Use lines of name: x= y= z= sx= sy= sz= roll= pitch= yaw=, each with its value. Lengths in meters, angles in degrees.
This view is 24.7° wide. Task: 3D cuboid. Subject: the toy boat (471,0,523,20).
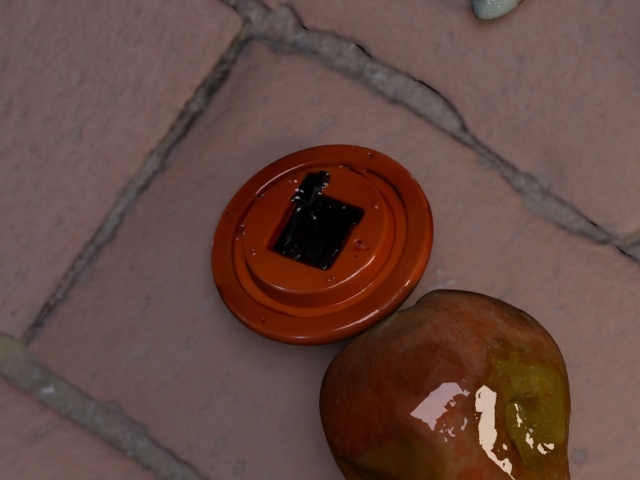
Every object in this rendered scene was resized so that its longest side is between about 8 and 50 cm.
toy boat: x=0.173 y=-0.327 z=1.379 sx=0.155 sy=0.085 sz=0.227 roll=31 pitch=82 yaw=6

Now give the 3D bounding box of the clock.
clock: x=0.000 y=0.000 z=1.307 sx=0.205 sy=0.051 sz=0.205 roll=-9 pitch=57 yaw=13

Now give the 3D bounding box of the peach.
peach: x=0.122 y=0.162 z=1.245 sx=0.214 sy=0.214 sz=0.235 roll=-34 pitch=89 yaw=-5
